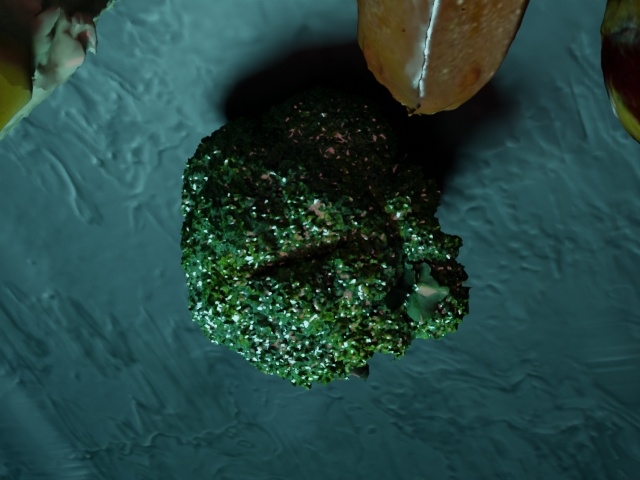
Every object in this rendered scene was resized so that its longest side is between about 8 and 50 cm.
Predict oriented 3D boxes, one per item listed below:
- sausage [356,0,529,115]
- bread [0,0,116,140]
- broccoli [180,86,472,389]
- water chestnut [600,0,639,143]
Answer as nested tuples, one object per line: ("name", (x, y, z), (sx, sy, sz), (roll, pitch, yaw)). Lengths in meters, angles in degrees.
("sausage", (0.077, -0.198, 0.645), (0.102, 0.102, 0.330), (12, 138, 1))
("bread", (-0.276, -0.124, 0.714), (0.279, 0.225, 0.250), (38, 130, -20))
("broccoli", (0.000, 0.000, 0.837), (0.156, 0.195, 0.195), (2, 151, -43))
("water chestnut", (0.272, -0.083, 0.610), (0.289, 0.244, 0.289), (6, 135, 6))
